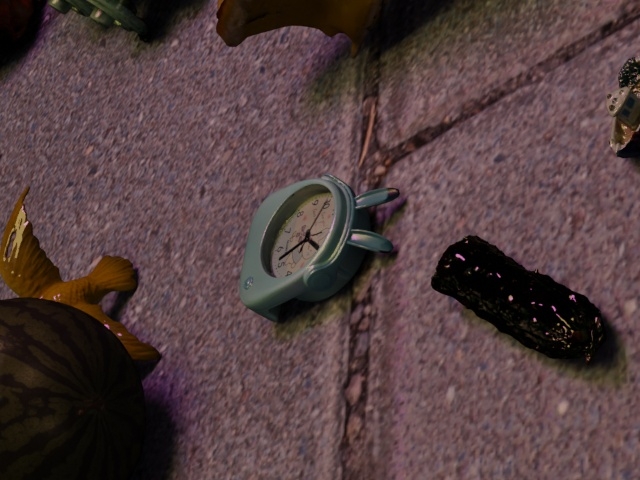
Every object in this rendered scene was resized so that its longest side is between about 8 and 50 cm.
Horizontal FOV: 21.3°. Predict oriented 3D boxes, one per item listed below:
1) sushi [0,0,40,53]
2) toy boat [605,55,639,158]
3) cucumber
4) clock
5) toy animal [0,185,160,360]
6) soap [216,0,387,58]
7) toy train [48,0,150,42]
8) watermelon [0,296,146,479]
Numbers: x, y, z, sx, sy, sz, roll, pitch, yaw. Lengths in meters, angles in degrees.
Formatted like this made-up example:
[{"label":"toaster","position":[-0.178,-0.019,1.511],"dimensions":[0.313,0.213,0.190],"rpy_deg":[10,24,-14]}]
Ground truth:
[{"label":"sushi","position":[-0.413,-0.377,2.111],"dimensions":[0.182,0.196,0.343],"rpy_deg":[-6,62,29]},{"label":"toy boat","position":[0.212,-0.091,1.166],"dimensions":[0.038,0.038,0.083],"rpy_deg":[-16,50,46]},{"label":"cucumber","position":[0.134,0.041,1.150],"dimensions":[0.053,0.053,0.181],"rpy_deg":[-57,35,1]},{"label":"clock","position":[-0.001,0.000,1.363],"dimensions":[0.147,0.045,0.108],"rpy_deg":[-21,48,42]},{"label":"toy animal","position":[-0.236,0.077,1.570],"dimensions":[0.219,0.095,0.155],"rpy_deg":[41,98,26]},{"label":"soap","position":[0.022,-0.361,1.430],"dimensions":[0.338,0.169,0.304],"rpy_deg":[116,169,-55]},{"label":"toy train","position":[-0.263,-0.340,1.813],"dimensions":[0.299,0.238,0.167],"rpy_deg":[22,78,56]},{"label":"watermelon","position":[-0.250,0.150,1.423],"dimensions":[0.212,0.212,0.212],"rpy_deg":[-33,40,33]}]
